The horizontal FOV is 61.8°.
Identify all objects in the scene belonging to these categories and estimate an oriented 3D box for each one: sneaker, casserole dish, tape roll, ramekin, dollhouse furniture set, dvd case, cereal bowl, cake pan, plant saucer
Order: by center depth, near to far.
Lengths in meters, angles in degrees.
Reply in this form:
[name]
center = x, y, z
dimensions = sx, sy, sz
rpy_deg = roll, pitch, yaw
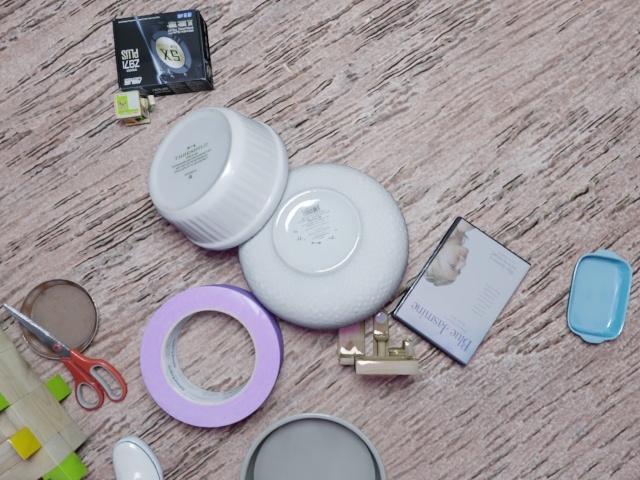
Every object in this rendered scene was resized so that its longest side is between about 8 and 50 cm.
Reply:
[ramekin]
center = -0.203, -0.126, 1.007
dimensions = 0.273, 0.127, 0.272
rpy_deg = -13, 64, 30
[cereal bowl]
center = 0.000, 0.000, 1.020
dimensions = 0.340, 0.141, 0.338
rpy_deg = -2, 76, 7
[dollhouse furniture set]
center = 0.107, 0.183, 1.041
dimensions = 0.144, 0.151, 0.123
rpy_deg = 0, 88, 0
[sneaker]
center = -0.362, 0.526, 1.073
dimensions = 0.094, 0.091, 0.257
rpy_deg = -19, 88, 1
[tape roll]
center = -0.215, 0.227, 1.081
dimensions = 0.275, 0.090, 0.274
rpy_deg = 0, 89, 1
[cake pan]
center = -0.015, 0.489, 1.083
dimensions = 0.294, 0.054, 0.292
rpy_deg = 0, 88, 2
[casserole dish]
center = 0.559, 0.112, 1.085
dimensions = 0.114, 0.037, 0.188
rpy_deg = 10, 89, 2
[dvd case]
center = 0.287, 0.101, 1.090
dimensions = 0.180, 0.022, 0.253
rpy_deg = 35, 85, 2
[plant saucer]
center = -0.545, 0.162, 1.123
dimensions = 0.169, 0.029, 0.168
rpy_deg = 0, 90, 1

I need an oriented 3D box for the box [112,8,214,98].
[box]
center = -0.324, -0.383, 1.108
dimensions = 0.180, 0.077, 0.147
rpy_deg = -6, 89, 2

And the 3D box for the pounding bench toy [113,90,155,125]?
[pounding bench toy]
center = -0.376, -0.275, 1.112
dimensions = 0.084, 0.065, 0.052
rpy_deg = -8, 87, 2

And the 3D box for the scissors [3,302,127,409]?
[scissors]
center = -0.515, 0.223, 1.095
dimensions = 0.109, 0.021, 0.297
rpy_deg = -31, 100, 7

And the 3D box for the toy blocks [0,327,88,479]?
[toy blocks]
center = -0.669, 0.369, 1.062
dimensions = 0.261, 0.191, 0.381
rpy_deg = -35, 93, 13
